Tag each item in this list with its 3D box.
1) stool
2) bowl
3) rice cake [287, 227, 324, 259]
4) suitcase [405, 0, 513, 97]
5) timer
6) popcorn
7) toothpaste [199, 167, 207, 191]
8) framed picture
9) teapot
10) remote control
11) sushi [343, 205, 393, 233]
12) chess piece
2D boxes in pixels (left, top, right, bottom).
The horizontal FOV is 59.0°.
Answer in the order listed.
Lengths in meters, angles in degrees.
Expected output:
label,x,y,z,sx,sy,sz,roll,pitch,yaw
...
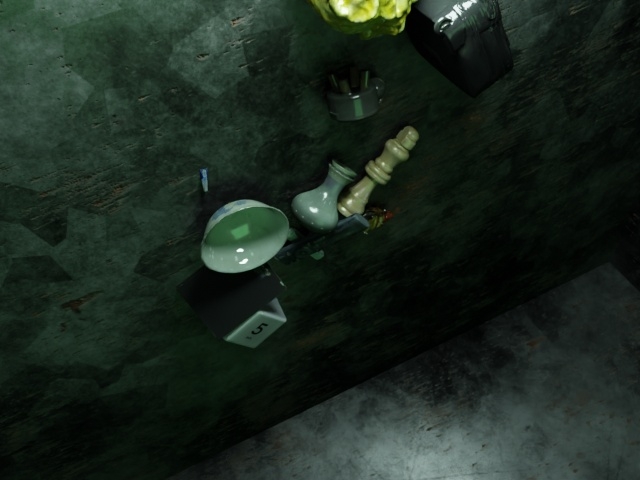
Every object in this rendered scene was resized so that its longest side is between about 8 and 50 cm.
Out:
label,x,y,z,sx,sy,sz,roll,pitch,yaw
stool,0.102,-0.455,1.724,0.153,0.228,0.139,3,125,23
bowl,-0.275,-0.045,1.921,0.313,0.146,0.313,-19,144,-15
rice cake,-0.062,0.013,2.219,0.045,0.042,0.245,-26,146,17
suitcase,0.351,-0.584,1.549,0.188,0.345,0.339,-38,141,5
timer,-0.287,0.288,2.260,0.195,0.192,0.194,-41,142,15
popcorn,0.088,-0.651,1.359,0.312,0.312,0.312,-19,142,-15
toothpaste,-0.368,-0.193,1.797,0.024,0.015,0.083,-14,135,-19
framed picture,-0.331,0.179,2.103,0.339,0.255,0.014,-38,-175,9
teapot,0.018,-0.155,1.985,0.184,0.183,0.250,18,110,-45
remote control,0.000,0.000,2.131,0.378,0.044,0.107,-25,142,24
sushi,0.184,-0.082,2.237,0.226,0.103,0.097,-9,111,-23
chess piece,0.213,-0.247,2.050,0.117,0.117,0.397,18,121,-45
